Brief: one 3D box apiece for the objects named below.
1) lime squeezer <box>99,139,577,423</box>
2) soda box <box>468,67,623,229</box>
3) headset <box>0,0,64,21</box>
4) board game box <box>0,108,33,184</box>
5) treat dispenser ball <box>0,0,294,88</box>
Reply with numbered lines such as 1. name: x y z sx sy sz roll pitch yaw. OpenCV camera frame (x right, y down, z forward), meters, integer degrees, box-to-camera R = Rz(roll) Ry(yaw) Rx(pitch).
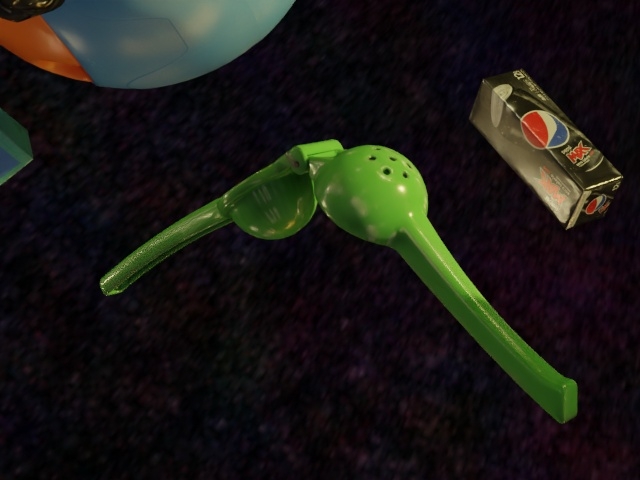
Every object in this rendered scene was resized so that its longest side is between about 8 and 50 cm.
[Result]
1. lime squeezer: 0.000 0.000 0.874 0.310 0.059 0.110 12 124 39
2. soda box: 0.219 -0.092 1.701 0.169 0.053 0.060 52 144 30
3. headset: -0.056 -0.230 0.708 0.243 0.394 0.185 2 133 21
4. board game box: -0.347 -0.087 1.309 0.160 0.047 0.210 -37 129 11
5. treat dispenser ball: -0.136 -0.251 1.217 0.288 0.288 0.288 5 112 13
